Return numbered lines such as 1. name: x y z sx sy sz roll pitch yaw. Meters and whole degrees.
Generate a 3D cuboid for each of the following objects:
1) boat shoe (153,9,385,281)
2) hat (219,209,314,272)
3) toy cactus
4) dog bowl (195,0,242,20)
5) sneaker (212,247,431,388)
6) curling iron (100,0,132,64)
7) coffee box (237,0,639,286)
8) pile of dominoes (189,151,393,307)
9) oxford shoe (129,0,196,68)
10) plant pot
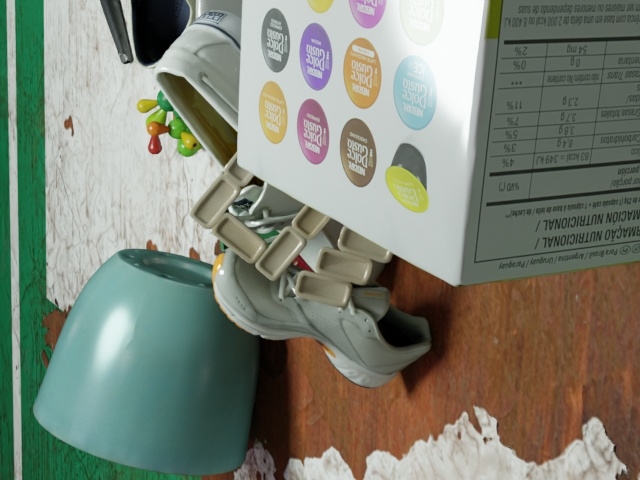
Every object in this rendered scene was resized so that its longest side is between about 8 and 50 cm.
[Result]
1. boat shoe: -0.066 -0.061 1.540 0.136 0.156 0.367 -2 127 46
2. hat: 0.000 0.000 1.689 0.183 0.173 0.208 7 126 27
3. toy cactus: -0.198 -0.206 1.963 0.219 0.112 0.180 166 106 -69
4. dog bowl: -0.039 -0.259 1.660 0.349 0.102 0.349 20 114 57
5. sneaker: 0.009 0.065 1.524 0.121 0.262 0.099 -33 38 46
6. curling iron: -0.337 -0.408 2.213 0.068 0.035 0.274 -26 73 59
7. coffee box: 0.162 -0.183 1.085 0.337 0.338 0.334 31 123 55
8. pile of dominoes: 0.016 -0.063 1.466 0.251 0.196 0.040 -49 5 9
9. oxford shoe: -0.165 -0.385 1.760 0.140 0.146 0.397 19 134 9
10. plant pot: -0.213 0.146 1.874 0.293 0.293 0.235 28 107 55
